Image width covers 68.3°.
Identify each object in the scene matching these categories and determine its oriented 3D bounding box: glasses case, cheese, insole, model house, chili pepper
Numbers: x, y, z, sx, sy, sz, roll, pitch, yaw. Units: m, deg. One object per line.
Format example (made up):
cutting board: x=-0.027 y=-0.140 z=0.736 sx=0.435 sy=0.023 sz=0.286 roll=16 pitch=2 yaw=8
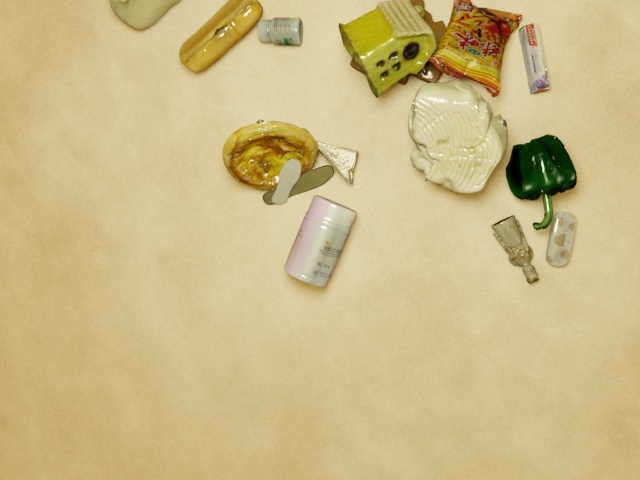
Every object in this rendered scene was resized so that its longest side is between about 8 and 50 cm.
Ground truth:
glasses case: x=0.715 y=-0.005 z=1.404 sx=0.063 sy=0.041 sz=0.164 roll=9 pitch=95 yaw=9
cheese: x=-0.503 y=-0.826 z=1.497 sx=0.351 sy=0.129 sz=0.328 roll=19 pitch=95 yaw=9
insole: x=-0.070 y=-0.174 z=1.510 sx=0.253 sy=0.086 sz=0.005 roll=-24 pitch=50 yaw=15
model house: x=0.195 y=-0.558 z=1.307 sx=0.234 sy=0.175 sz=0.193 roll=-31 pitch=51 yaw=16
insole: x=-0.107 y=-0.181 z=1.483 sx=0.065 sy=0.004 sz=0.197 roll=6 pitch=138 yaw=-21
chili pepper: x=0.636 y=-0.166 z=1.348 sx=0.165 sy=0.174 sz=0.260 roll=-17 pitch=90 yaw=-15

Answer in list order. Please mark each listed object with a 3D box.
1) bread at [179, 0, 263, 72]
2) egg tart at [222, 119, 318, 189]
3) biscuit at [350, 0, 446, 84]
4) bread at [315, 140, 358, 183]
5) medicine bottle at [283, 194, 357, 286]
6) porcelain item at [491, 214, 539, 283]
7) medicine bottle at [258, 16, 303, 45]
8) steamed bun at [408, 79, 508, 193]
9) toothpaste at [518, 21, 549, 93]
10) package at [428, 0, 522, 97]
bread: x=-0.312 y=-0.654 z=1.490 sx=0.305 sy=0.091 sz=0.142 roll=-37 pitch=44 yaw=11
egg tart: x=-0.153 y=-0.276 z=1.446 sx=0.291 sy=0.290 sz=0.115 roll=-17 pitch=56 yaw=10
biscuit: x=0.236 y=-0.583 z=1.438 sx=0.302 sy=0.043 sz=0.278 roll=-20 pitch=91 yaw=10
bread: x=0.041 y=-0.246 z=1.479 sx=0.152 sy=0.077 sz=0.105 roll=15 pitch=95 yaw=9
medicine bottle: x=0.000 y=0.000 z=1.466 sx=0.152 sy=0.152 sz=0.253 roll=24 pitch=98 yaw=7
porcelain item: x=0.597 y=0.033 z=1.421 sx=0.084 sy=0.054 sz=0.213 roll=-27 pitch=90 yaw=12
medicine bottle: x=-0.124 y=-0.653 z=1.473 sx=0.131 sy=0.080 sz=0.080 roll=4 pitch=95 yaw=9
steamed bun: x=0.392 y=-0.306 z=1.356 sx=0.275 sy=0.206 sz=0.319 roll=-3 pitch=117 yaw=26
toothpaste: x=0.625 y=-0.531 z=1.381 sx=0.047 sy=0.040 sz=0.196 roll=-11 pitch=92 yaw=8
package: x=0.445 y=-0.562 z=1.356 sx=0.224 sy=0.108 sz=0.287 roll=24 pitch=78 yaw=0
